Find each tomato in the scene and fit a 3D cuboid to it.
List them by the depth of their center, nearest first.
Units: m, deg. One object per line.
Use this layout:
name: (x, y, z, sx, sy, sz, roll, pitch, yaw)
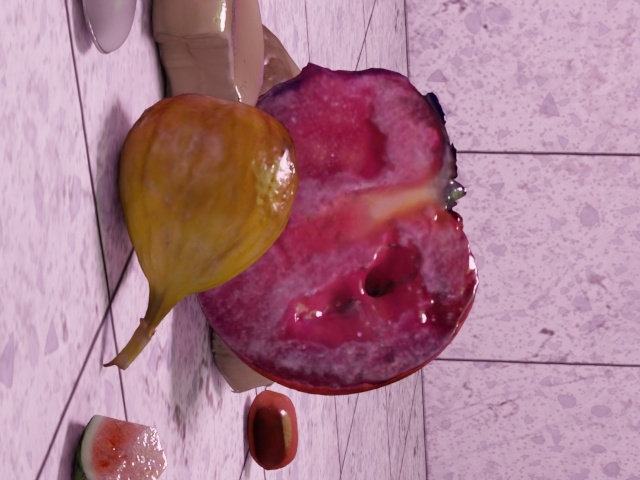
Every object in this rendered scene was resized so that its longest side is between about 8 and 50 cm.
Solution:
tomato: (-0.002, -0.004, 2.017, 0.176, 0.290, 0.334, 128, -51, -76)

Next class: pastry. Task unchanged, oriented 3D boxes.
pastry: (-0.065, 0.080, 2.142, 0.166, 0.088, 0.165, 0, 90, -78)

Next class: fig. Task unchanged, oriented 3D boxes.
fig: (-0.121, -0.003, 1.700, 0.257, 0.159, 0.159, -64, 164, -15)

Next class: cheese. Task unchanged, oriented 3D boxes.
cheese: (-0.114, -0.229, 1.822, 0.286, 0.082, 0.163, 76, 16, -50)

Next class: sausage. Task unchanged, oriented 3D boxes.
sausage: (-0.055, 0.220, 2.303, 0.054, 0.059, 0.094, -74, 162, -78)

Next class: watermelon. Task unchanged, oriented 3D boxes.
watermelon: (-0.164, 0.188, 1.597, 0.092, 0.072, 0.084, 84, 28, -60)

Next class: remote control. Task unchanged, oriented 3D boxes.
remote control: (-0.168, -0.261, 1.569, 0.073, 0.044, 0.229, -52, 143, -70)

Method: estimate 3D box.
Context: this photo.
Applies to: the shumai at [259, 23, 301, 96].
shumai: (-0.046, -0.133, 2.126, 0.201, 0.120, 0.201, 5, 90, -80)
